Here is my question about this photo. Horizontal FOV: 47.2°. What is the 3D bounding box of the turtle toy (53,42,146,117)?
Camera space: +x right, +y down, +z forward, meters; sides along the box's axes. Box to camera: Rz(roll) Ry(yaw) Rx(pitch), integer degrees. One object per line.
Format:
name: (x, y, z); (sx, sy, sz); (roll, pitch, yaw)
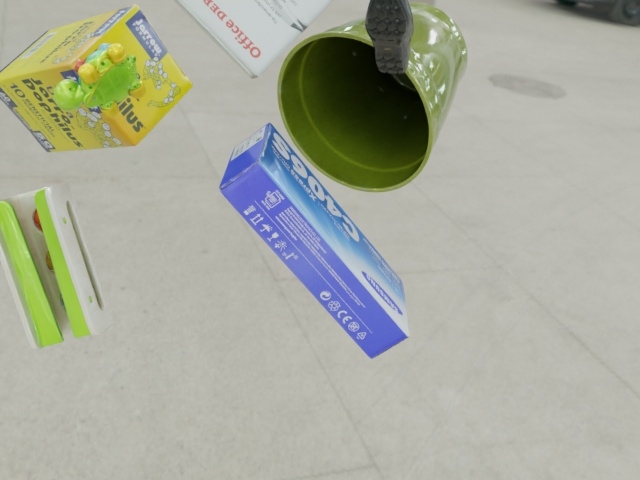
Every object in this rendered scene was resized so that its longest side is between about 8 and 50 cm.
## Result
turtle toy: (-0.316, -0.226, 1.039); (0.130, 0.095, 0.066); (-40, 58, -15)

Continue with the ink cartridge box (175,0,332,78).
ink cartridge box: (-0.087, -0.431, 1.211); (0.197, 0.273, 0.114); (45, -1, -14)

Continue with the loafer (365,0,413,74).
loafer: (0.118, -0.364, 1.231); (0.076, 0.078, 0.223); (7, -17, 11)

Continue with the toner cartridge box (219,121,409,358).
toner cartridge box: (0.000, 0.000, 1.087); (0.347, 0.075, 0.165); (49, 20, -21)

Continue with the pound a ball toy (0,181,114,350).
pound a ball toy: (-0.518, 0.029, 1.311); (0.208, 0.318, 0.136); (-15, 9, 6)

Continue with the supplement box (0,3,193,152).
supplement box: (-0.468, -0.314, 1.475); (0.357, 0.194, 0.195); (3, 49, 43)

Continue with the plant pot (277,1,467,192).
plant pot: (0.151, -0.353, 1.627); (0.367, 0.366, 0.353); (21, 45, 22)
